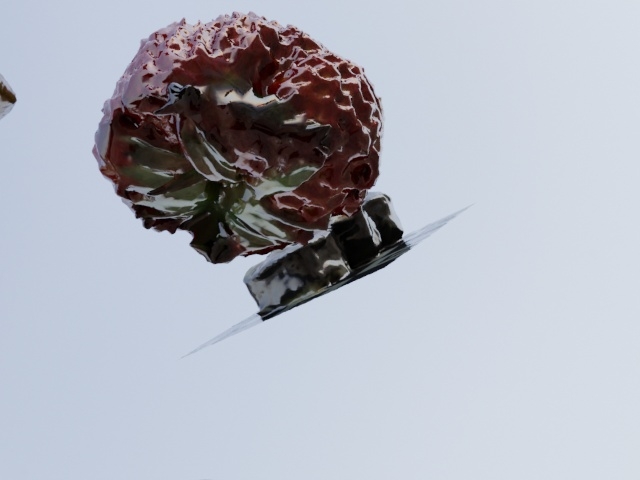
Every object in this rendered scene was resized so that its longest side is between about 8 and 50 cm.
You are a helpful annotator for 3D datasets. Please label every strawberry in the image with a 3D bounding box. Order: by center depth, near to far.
[{"bbox_3d":[-0.071,-0.116,0.807,0.261,0.261,0.257,45,-139,-43],"label":"strawberry"}]

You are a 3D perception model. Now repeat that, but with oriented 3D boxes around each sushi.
[{"bbox_3d":[0.000,0.000,1.050,0.100,0.296,0.373,64,-152,-1],"label":"sushi"}]

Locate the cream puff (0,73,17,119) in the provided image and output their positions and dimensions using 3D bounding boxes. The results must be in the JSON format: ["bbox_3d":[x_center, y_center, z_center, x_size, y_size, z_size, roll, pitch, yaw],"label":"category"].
[{"bbox_3d":[-0.319,-0.103,0.522,0.269,0.155,0.241,-43,-84,-23],"label":"cream puff"}]
